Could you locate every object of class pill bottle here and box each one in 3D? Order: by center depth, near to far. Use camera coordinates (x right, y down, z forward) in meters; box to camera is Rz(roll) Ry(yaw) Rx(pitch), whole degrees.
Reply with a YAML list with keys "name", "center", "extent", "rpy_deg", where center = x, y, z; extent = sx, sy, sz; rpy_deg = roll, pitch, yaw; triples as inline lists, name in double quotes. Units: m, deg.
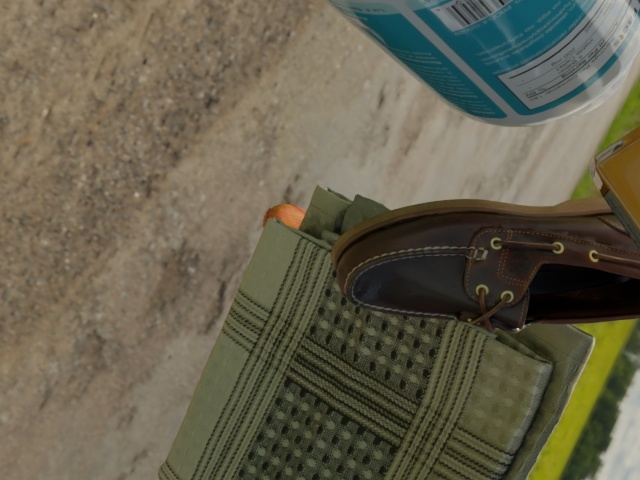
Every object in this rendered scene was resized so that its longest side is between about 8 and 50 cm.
- name: "pill bottle"
  center: [0.086, -0.148, 0.560]
  extent: [0.264, 0.146, 0.146]
  rpy_deg: [26, 89, -57]

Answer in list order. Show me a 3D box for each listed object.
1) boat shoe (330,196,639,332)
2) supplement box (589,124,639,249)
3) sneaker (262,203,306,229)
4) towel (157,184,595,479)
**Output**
- name: "boat shoe"
  center: [0.112, 0.019, 0.641]
  extent: [0.073, 0.207, 0.073]
  rpy_deg: [94, -12, -51]
- name: "supplement box"
  center: [0.229, 0.037, 0.533]
  extent: [0.078, 0.233, 0.080]
  rpy_deg: [-34, 174, 9]
- name: "sneaker"
  center: [0.000, 0.000, 1.314]
  extent: [0.175, 0.067, 0.064]
  rpy_deg: [28, 72, -42]
- name: "towel"
  center: [0.022, 0.139, 0.873]
  extent: [0.056, 0.312, 0.324]
  rpy_deg: [21, 98, -50]
